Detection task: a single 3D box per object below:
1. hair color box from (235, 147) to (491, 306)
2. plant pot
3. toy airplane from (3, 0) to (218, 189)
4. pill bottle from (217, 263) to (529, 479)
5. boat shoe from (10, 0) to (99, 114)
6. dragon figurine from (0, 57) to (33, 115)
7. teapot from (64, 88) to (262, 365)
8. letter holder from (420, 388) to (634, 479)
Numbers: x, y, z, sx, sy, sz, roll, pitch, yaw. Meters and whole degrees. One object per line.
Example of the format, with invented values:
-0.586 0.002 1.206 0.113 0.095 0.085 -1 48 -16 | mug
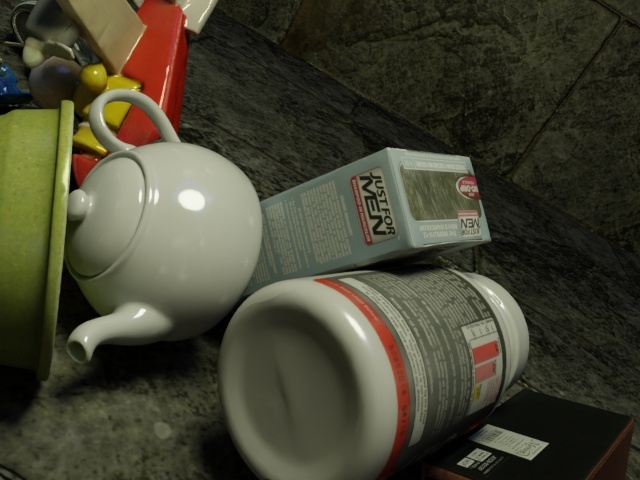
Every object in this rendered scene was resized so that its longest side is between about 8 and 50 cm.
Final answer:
0.000 0.000 0.847 0.185 0.374 0.114 -4 79 -51 | hair color box
-0.376 -0.010 0.614 0.254 0.276 0.276 5 34 -23 | plant pot
-0.298 -0.255 0.991 0.272 0.386 0.384 2 33 3 | toy airplane
0.083 0.133 0.738 0.363 0.210 0.210 -4 42 -50 | pill bottle
-0.474 -0.338 1.223 0.335 0.121 0.119 40 22 14 | boat shoe
-0.493 -0.210 1.012 0.289 0.085 0.144 -5 43 -51 | dragon figurine
-0.203 -0.017 0.756 0.187 0.252 0.256 27 6 -46 | teapot
0.251 0.335 0.797 0.152 0.214 0.302 9 10 36 | letter holder
